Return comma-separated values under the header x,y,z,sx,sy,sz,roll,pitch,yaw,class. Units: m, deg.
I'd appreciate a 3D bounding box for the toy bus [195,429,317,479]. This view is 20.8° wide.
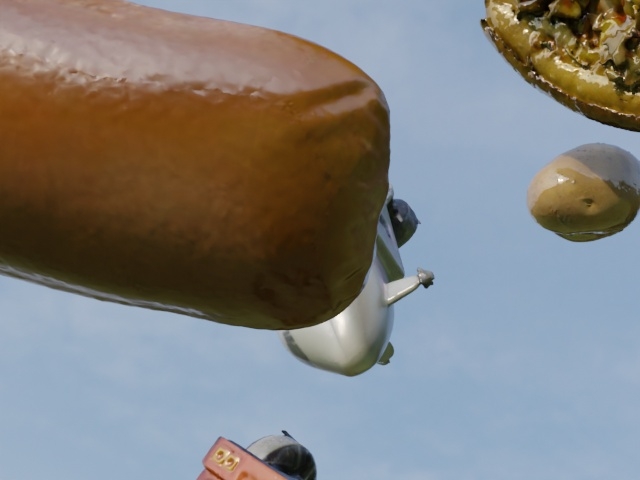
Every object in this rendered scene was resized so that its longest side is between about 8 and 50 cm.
x,y,z,sx,sy,sz,roll,pitch,yaw,class
0.036,0.256,1.076,0.143,0.153,0.329,26,-15,45,toy bus

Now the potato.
x,y,z,sx,sy,sz,roll,pitch,yaw,class
0.283,-0.050,1.862,0.147,0.112,0.112,-12,-24,-38,potato

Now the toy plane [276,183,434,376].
x,y,z,sx,sy,sz,roll,pitch,yaw,class
0.004,-0.003,1.025,0.101,0.255,0.251,-32,-60,3,toy plane

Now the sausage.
x,y,z,sx,sy,sz,roll,pitch,yaw,class
-0.108,-0.040,0.616,0.274,0.105,0.105,12,-36,12,sausage

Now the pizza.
x,y,z,sx,sy,sz,roll,pitch,yaw,class
0.310,-0.229,1.729,0.074,0.251,0.288,-3,-37,-50,pizza
